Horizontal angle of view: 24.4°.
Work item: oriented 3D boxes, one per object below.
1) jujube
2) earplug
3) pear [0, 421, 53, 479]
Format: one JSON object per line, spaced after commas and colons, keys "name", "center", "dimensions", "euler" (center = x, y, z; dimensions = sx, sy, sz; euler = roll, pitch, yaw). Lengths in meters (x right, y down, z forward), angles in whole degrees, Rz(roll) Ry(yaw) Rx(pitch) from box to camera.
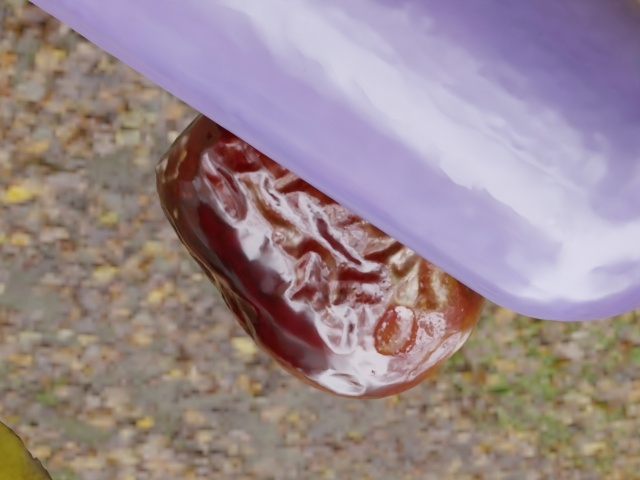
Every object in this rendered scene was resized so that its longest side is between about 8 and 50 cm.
{"name": "jujube", "center": [0.000, 0.000, 1.354], "dimensions": [0.318, 0.223, 0.223], "euler": [42, 134, -10]}
{"name": "earplug", "center": [0.017, -0.127, 0.783], "dimensions": [0.456, 0.215, 0.215], "euler": [37, 142, 1]}
{"name": "pear", "center": [-0.322, 0.282, 1.161], "dimensions": [0.386, 0.191, 0.340], "euler": [43, 141, 2]}
